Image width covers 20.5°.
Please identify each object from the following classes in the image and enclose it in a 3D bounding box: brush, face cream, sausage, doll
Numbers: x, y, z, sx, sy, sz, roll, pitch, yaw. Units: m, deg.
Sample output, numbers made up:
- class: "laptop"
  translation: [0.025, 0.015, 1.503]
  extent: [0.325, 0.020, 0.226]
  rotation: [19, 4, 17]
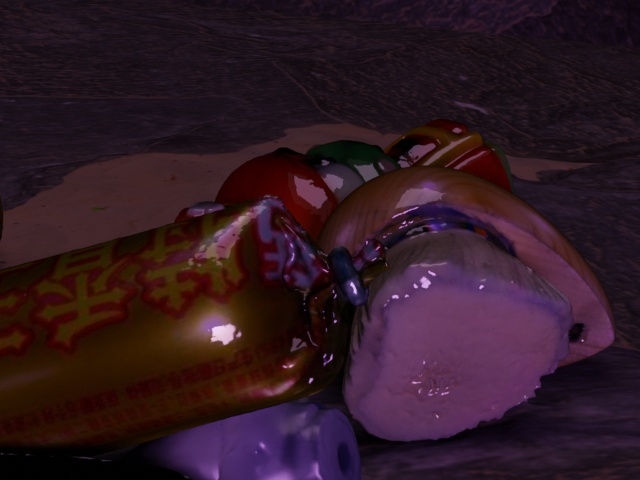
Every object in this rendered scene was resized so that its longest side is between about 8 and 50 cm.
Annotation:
- class: "brush"
  translation: [0.128, 0.057, 1.349]
  extent: [0.266, 0.174, 0.166]
  rotation: [12, 26, -24]
- class: "face cream"
  translation: [-0.176, 0.143, 1.137]
  extent: [0.420, 0.137, 0.235]
  rotation: [-2, 21, 22]
- class: "sausage"
  translation: [-0.110, 0.060, 1.000]
  extent: [0.317, 0.125, 0.117]
  rotation: [-15, -22, 12]
- class: "doll"
  translation: [0.000, -0.001, 1.493]
  extent: [0.363, 0.160, 0.182]
  rotation: [-14, 22, -34]

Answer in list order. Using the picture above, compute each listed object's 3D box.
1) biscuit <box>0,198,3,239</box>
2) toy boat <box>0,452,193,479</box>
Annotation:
- class: "biscuit"
  translation: [-0.391, -0.006, 1.579]
  extent: [0.213, 0.091, 0.274]
  rotation: [1, 16, 6]
- class: "toy boat"
  translation: [-0.175, 0.192, 0.970]
  extent: [0.298, 0.134, 0.092]
  rotation: [5, -22, -7]
